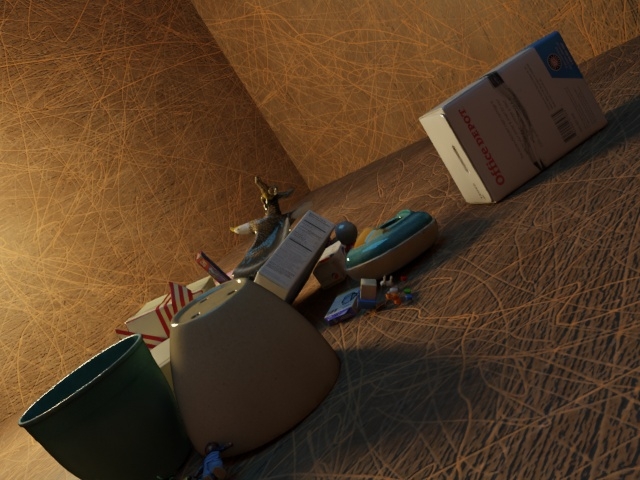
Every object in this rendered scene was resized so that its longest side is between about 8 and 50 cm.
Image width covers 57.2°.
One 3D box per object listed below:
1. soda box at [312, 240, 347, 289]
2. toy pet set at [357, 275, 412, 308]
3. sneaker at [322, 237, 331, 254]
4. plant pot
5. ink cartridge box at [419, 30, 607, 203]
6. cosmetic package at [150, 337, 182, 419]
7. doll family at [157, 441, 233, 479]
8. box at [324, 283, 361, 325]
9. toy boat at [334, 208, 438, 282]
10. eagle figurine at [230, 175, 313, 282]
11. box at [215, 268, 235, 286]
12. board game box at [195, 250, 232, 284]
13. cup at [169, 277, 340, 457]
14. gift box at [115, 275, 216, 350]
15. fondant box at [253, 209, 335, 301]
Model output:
[{"bbox_3d":[0.043,0.069,1.776,0.074,0.069,0.216,-31,10,20],"label":"soda box"},{"bbox_3d":[0.140,0.128,1.299,0.114,0.065,0.122,3,18,3],"label":"toy pet set"},{"bbox_3d":[0.000,0.000,2.202,0.104,0.095,0.236,-20,20,27],"label":"sneaker"},{"bbox_3d":[-0.402,0.370,1.178,0.271,0.255,0.272,-32,11,7],"label":"plant pot"},{"bbox_3d":[0.510,-0.320,1.572,0.395,0.285,0.166,-34,9,-9],"label":"ink cartridge box"},{"bbox_3d":[-0.352,0.334,1.419,0.309,0.160,0.113,-35,26,-3],"label":"cosmetic package"},{"bbox_3d":[-0.217,0.409,0.969,0.193,0.076,0.111,-29,5,-7],"label":"doll family"},{"bbox_3d":[0.061,0.158,1.419,0.081,0.028,0.136,-28,14,27],"label":"box"},{"bbox_3d":[0.139,0.004,1.537,0.267,0.148,0.318,-32,8,-23],"label":"toy boat"},{"bbox_3d":[-0.160,-0.005,1.695,0.225,0.298,0.226,-10,-17,42],"label":"eagle figurine"},{"bbox_3d":[-0.302,0.184,2.147,0.213,0.117,0.243,-28,12,24],"label":"box"},{"bbox_3d":[-0.267,0.142,1.774,0.027,0.281,0.145,-46,11,-6],"label":"board game box"},{"bbox_3d":[-0.159,0.214,1.145,0.331,0.237,0.331,-26,13,6],"label":"cup"},{"bbox_3d":[-0.387,0.244,1.618,0.255,0.276,0.258,-28,9,0],"label":"gift box"},{"bbox_3d":[-0.093,0.098,1.612,0.330,0.096,0.238,-52,-9,-51],"label":"fondant box"}]
